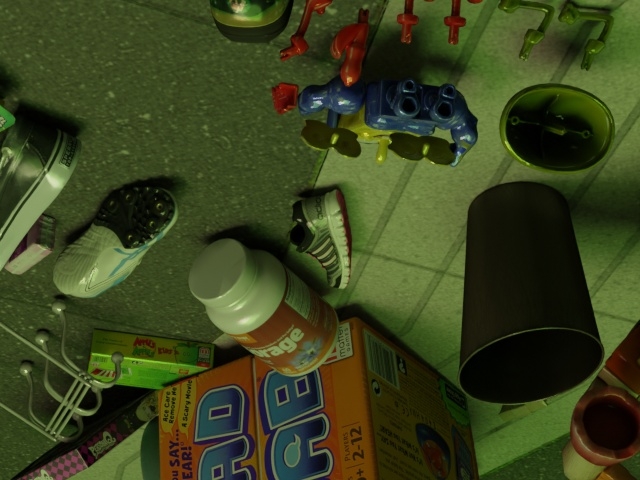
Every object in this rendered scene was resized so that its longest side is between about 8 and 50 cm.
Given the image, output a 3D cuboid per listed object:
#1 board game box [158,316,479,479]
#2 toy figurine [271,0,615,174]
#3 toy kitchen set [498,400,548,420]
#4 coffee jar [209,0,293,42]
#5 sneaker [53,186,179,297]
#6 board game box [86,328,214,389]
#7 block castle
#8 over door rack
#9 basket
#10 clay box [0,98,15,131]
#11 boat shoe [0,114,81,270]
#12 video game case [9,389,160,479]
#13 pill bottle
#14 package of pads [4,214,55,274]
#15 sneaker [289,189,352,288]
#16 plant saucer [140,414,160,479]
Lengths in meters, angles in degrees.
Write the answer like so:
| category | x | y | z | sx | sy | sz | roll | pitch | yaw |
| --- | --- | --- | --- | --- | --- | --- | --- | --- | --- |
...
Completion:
| category | x | y | z | sx | sy | sz | roll | pitch | yaw |
| --- | --- | --- | --- | --- | --- | --- | --- | --- | --- |
| board game box | 0.010 | 0.385 | 1.950 | 0.356 | 0.356 | 0.356 | -22 | 144 | 24 |
| toy figurine | 0.106 | -0.165 | 1.400 | 0.363 | 0.191 | 0.217 | 4 | 178 | -17 |
| toy kitchen set | 0.305 | 0.222 | 2.026 | 0.083 | 0.068 | 0.075 | -27 | 109 | 36 |
| coffee jar | -0.071 | -0.273 | 1.228 | 0.079 | 0.096 | 0.184 | 5 | 148 | 9 |
| sneaker | -0.252 | 0.000 | 1.680 | 0.086 | 0.085 | 0.237 | -2 | 155 | -48 |
| board game box | -0.258 | 0.184 | 1.981 | 0.181 | 0.043 | 0.092 | 8 | 146 | -10 |
| block castle | 0.512 | 0.158 | 1.515 | 0.303 | 0.453 | 0.213 | 39 | 158 | 15 |
| over door rack | -0.462 | 0.159 | 1.912 | 0.324 | 0.108 | 0.239 | 26 | 142 | -10 |
| basket | 0.247 | 0.057 | 1.602 | 0.154 | 0.227 | 0.204 | 16 | 143 | -20 |
| clay box | -0.459 | -0.148 | 1.473 | 0.222 | 0.053 | 0.127 | -18 | 142 | 25 |
| boat shoe | -0.404 | -0.040 | 1.586 | 0.105 | 0.113 | 0.306 | 27 | 137 | -23 |
| video game case | -0.376 | 0.329 | 2.086 | 0.232 | 0.210 | 0.042 | -30 | 93 | 38 |
| pill bottle | -0.077 | 0.088 | 1.756 | 0.121 | 0.121 | 0.216 | -18 | 142 | 27 |
| package of pads | -0.377 | 0.006 | 1.707 | 0.032 | 0.050 | 0.083 | 26 | 139 | -33 |
| sneaker | 0.000 | 0.000 | 1.676 | 0.075 | 0.063 | 0.170 | -3 | 142 | 6 |
| plant saucer | -0.172 | 0.412 | 2.094 | 0.044 | 0.317 | 0.317 | -30 | 138 | 16 |
